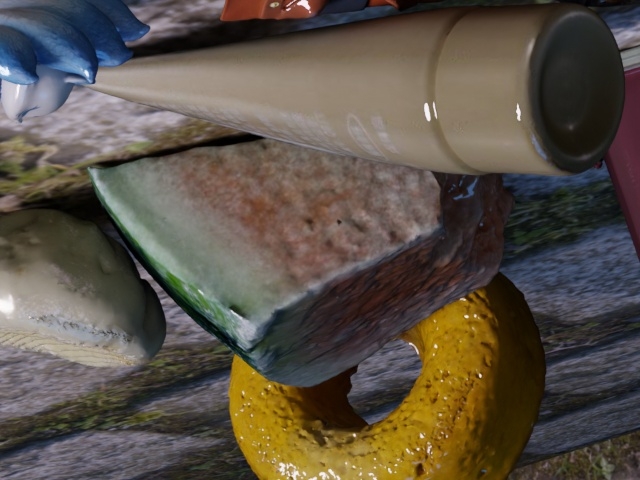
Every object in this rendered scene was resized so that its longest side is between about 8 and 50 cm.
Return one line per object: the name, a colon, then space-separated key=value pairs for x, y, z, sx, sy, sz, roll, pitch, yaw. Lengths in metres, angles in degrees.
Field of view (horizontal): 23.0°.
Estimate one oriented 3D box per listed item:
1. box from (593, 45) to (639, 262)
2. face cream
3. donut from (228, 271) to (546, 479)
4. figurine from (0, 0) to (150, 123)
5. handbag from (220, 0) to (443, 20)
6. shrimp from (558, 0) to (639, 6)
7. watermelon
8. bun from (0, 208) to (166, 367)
box: x=0.338 y=-0.061 z=1.122 sx=0.294 sy=0.168 sz=0.193 roll=-16 pitch=160 yaw=10
face cream: x=0.002 y=-0.081 z=0.854 sx=0.137 sy=0.084 sz=0.341 roll=4 pitch=-179 yaw=-45
donut: x=0.044 y=0.110 z=1.294 sx=0.277 sy=0.278 sz=0.108 roll=-17 pitch=155 yaw=14
figurine: x=-0.140 y=-0.101 z=0.810 sx=0.114 sy=0.079 sz=0.114 roll=-3 pitch=-173 yaw=0
handbag: x=0.020 y=-0.174 z=0.739 sx=0.127 sy=0.063 sz=0.190 roll=-8 pitch=158 yaw=-15
shrimp: x=0.245 y=-0.193 z=0.830 sx=0.222 sy=0.054 sz=0.290 roll=-3 pitch=162 yaw=-25
watermelon: x=-0.003 y=0.015 z=1.140 sx=0.302 sy=0.151 sz=0.264 roll=-15 pitch=162 yaw=7
bun: x=-0.191 y=0.031 z=1.136 sx=0.183 sy=0.102 sz=0.183 roll=12 pitch=169 yaw=2
